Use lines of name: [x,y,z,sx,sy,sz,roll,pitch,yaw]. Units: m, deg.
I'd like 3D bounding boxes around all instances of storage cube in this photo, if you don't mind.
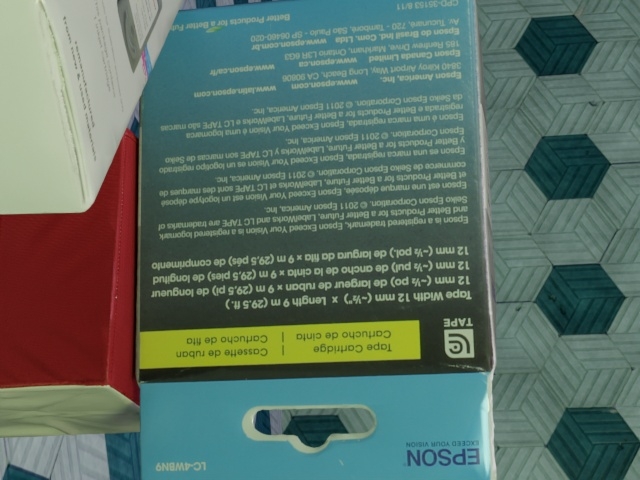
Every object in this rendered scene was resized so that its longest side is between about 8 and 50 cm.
storage cube: [-0.212,0.042,0.845,0.215,0.184,0.193,70,19,-68]

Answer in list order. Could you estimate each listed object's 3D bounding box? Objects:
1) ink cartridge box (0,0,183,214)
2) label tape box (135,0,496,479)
ink cartridge box: [-0.222,-0.145,0.668,0.306,0.226,0.131,-85,171,-54]
label tape box: [0.000,0.000,0.802,0.115,0.249,0.347,39,48,-76]
